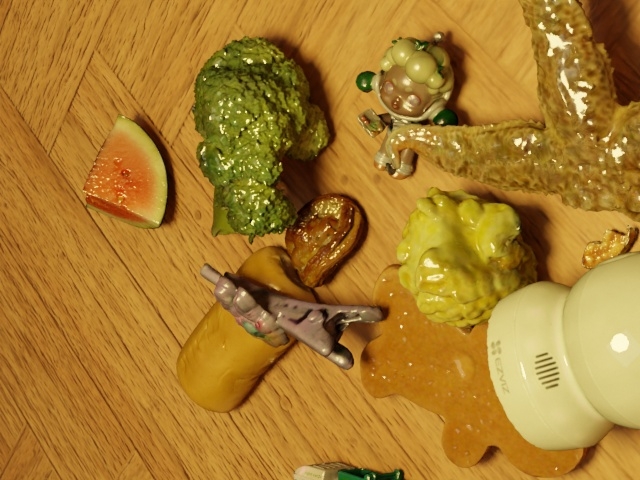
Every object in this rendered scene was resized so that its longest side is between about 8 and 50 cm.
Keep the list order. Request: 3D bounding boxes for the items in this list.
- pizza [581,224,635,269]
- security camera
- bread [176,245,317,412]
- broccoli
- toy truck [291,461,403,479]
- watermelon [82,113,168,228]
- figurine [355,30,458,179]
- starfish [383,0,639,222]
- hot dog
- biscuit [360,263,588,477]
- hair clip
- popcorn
[{"bbox_3d":[0.326,0.008,1.215,0.083,0.016,0.037,-45,69,42],"label":"pizza"},{"bbox_3d":[0.318,0.111,1.126,0.236,0.194,0.194,-25,80,38],"label":"security camera"},{"bbox_3d":[-0.122,0.143,1.612,0.305,0.091,0.142,-52,58,35],"label":"bread"},{"bbox_3d":[-0.076,-0.111,1.473,0.254,0.186,0.302,-113,13,-61],"label":"broccoli"},{"bbox_3d":[0.054,0.366,1.480,0.216,0.110,0.116,7,90,43],"label":"toy truck"},{"bbox_3d":[-0.322,-0.092,1.757,0.145,0.137,0.193,128,124,-76],"label":"watermelon"},{"bbox_3d":[0.106,-0.166,1.335,0.147,0.093,0.197,30,120,22],"label":"figurine"},{"bbox_3d":[0.271,-0.153,1.136,0.432,0.082,0.324,25,126,29],"label":"starfish"},{"bbox_3d":[0.002,0.001,1.484,0.147,0.065,0.099,-49,55,39],"label":"hot dog"},{"bbox_3d":[0.193,0.179,1.352,0.340,0.047,0.216,26,117,35],"label":"biscuit"},{"bbox_3d":[-0.056,0.098,1.429,0.278,0.137,0.090,11,68,31],"label":"hair clip"},{"bbox_3d":[0.167,0.015,1.265,0.142,0.174,0.173,145,112,-83],"label":"popcorn"}]
